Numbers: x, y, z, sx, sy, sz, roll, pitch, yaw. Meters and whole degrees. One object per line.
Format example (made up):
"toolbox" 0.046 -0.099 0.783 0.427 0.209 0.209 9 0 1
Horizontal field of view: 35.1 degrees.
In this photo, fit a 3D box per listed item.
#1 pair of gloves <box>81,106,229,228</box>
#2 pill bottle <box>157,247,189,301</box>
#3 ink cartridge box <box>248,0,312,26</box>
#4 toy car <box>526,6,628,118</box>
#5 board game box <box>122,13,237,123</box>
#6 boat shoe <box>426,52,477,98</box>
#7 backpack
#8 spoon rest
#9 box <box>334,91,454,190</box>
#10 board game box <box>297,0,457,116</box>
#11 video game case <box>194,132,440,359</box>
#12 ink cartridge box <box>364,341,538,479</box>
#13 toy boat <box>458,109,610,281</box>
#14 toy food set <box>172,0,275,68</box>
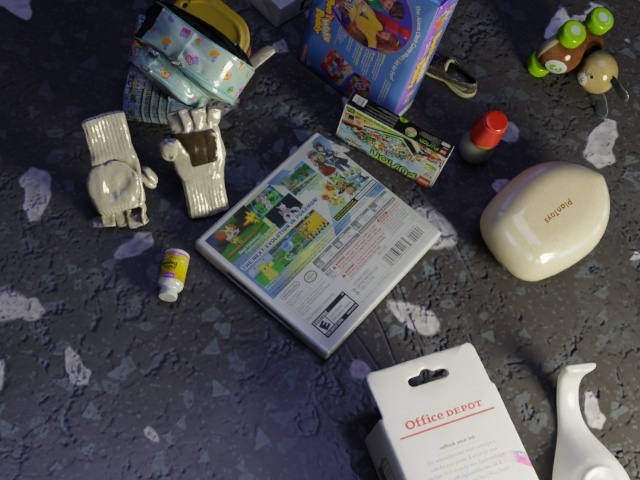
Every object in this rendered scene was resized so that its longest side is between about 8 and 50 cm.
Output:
"pair of gloves" -0.274 -0.121 1.699 0.240 0.204 0.042 -8 22 -15
"pill bottle" -0.246 0.058 1.681 0.043 0.043 0.083 11 60 -6
"ink cartridge box" -0.053 -0.516 2.025 0.180 0.060 0.104 -38 74 -26
"toy car" 0.529 -0.335 2.007 0.149 0.155 0.188 -28 83 -24
"board game box" -0.249 -0.307 1.833 0.194 0.060 0.194 5 69 7
"boat shoe" 0.249 -0.342 1.999 0.152 0.049 0.056 34 61 8
"backpack" -0.212 -0.301 1.714 0.188 0.166 0.144 28 91 11
"spoon rest" 0.436 0.344 1.659 0.137 0.084 0.276 -3 76 -12
"box" 0.133 -0.181 1.851 0.207 0.114 0.036 29 60 5
"board game box" 0.096 -0.388 1.822 0.233 0.347 0.078 39 61 10
"video game case" 0.000 0.000 1.770 0.300 0.036 0.329 40 62 11
"ink cartridge box" 0.206 0.358 1.568 0.207 0.119 0.353 -14 67 -18
"toy boat" 0.373 -0.089 1.849 0.267 0.148 0.318 -30 79 -19
"toy food set" -0.196 -0.371 1.920 0.218 0.071 0.128 42 86 14
